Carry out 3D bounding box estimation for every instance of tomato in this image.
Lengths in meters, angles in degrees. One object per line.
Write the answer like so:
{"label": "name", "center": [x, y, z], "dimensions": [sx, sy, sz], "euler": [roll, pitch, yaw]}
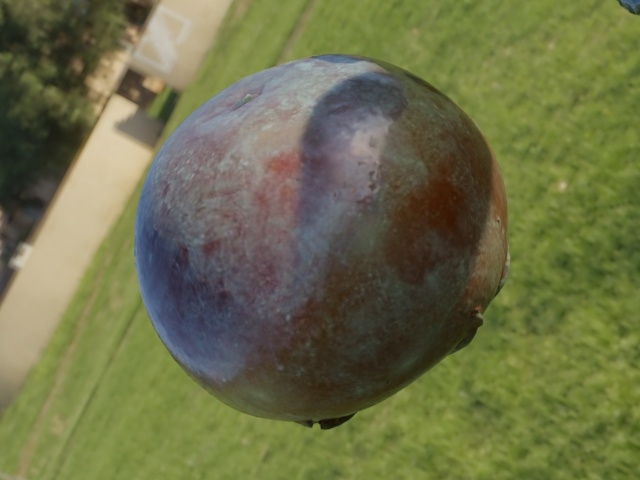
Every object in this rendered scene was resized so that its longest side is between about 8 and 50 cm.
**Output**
{"label": "tomato", "center": [0.000, 0.000, 1.158], "dimensions": [0.316, 0.283, 0.317], "euler": [-27, 22, 12]}

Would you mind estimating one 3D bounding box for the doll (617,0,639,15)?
{"label": "doll", "center": [0.211, -0.139, 0.650], "dimensions": [0.214, 0.071, 0.103], "euler": [23, 68, 46]}
